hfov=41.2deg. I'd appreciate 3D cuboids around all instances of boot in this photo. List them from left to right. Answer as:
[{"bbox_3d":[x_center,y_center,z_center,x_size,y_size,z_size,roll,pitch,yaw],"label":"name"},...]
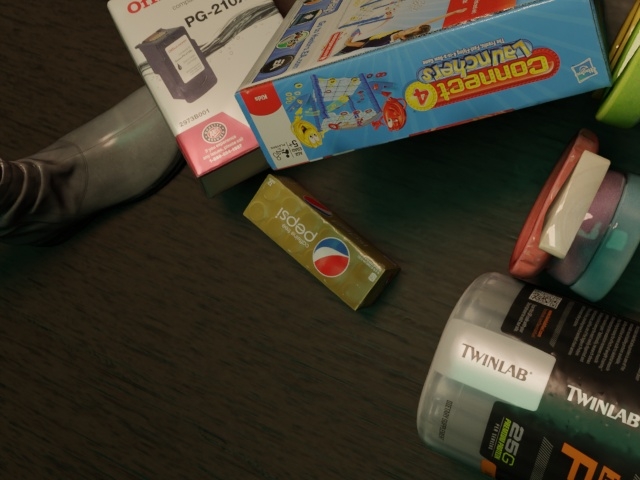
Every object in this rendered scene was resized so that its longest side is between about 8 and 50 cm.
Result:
[{"bbox_3d":[-0.323,-0.084,1.036,0.338,0.223,0.118,-38,76,19],"label":"boot"}]

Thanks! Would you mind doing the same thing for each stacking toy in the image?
[{"bbox_3d":[0.293,-0.079,0.749,0.131,0.279,0.308,25,97,7],"label":"stacking toy"}]

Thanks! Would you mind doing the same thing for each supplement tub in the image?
[{"bbox_3d":[0.268,0.167,0.804,0.316,0.194,0.193,20,99,22],"label":"supplement tub"}]

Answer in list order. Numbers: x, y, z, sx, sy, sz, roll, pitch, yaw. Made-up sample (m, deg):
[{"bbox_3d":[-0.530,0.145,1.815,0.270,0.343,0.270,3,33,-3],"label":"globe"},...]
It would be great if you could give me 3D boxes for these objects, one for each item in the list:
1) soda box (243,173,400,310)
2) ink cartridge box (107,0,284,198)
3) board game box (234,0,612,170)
[{"bbox_3d":[0.000,0.000,0.989,0.181,0.058,0.061,40,106,18],"label":"soda box"},{"bbox_3d":[-0.113,-0.197,0.981,0.172,0.100,0.237,-28,79,-5],"label":"ink cartridge box"},{"bbox_3d":[0.108,-0.209,0.811,0.302,0.308,0.086,-11,122,23],"label":"board game box"}]
